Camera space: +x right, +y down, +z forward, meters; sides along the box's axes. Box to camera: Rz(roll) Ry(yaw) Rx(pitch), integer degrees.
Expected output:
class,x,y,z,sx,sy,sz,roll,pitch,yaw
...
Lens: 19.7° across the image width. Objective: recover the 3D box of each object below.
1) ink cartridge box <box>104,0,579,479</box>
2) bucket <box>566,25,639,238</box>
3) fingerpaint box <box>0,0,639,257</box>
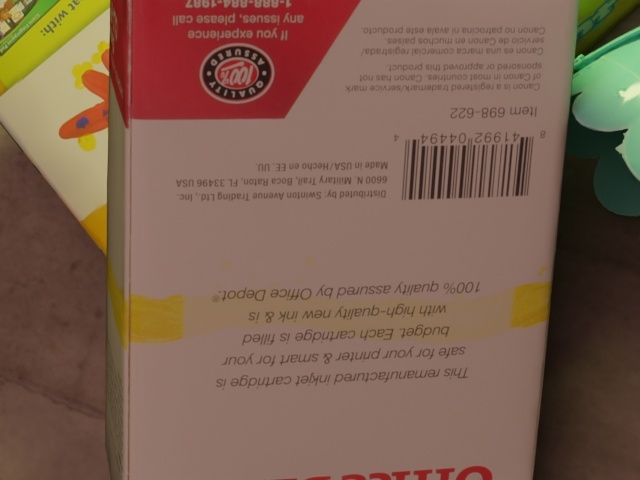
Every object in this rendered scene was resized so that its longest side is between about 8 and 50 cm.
class,x,y,z,sx,sy,sz,roll,pitch,yaw
ink cartridge box,0.000,0.000,1.212,0.279,0.160,0.385,-1,111,-12
bucket,0.300,-0.048,1.209,0.183,0.281,0.281,-41,65,1
fingerpaint box,-0.032,-0.192,1.412,0.445,0.163,0.371,-43,73,6
